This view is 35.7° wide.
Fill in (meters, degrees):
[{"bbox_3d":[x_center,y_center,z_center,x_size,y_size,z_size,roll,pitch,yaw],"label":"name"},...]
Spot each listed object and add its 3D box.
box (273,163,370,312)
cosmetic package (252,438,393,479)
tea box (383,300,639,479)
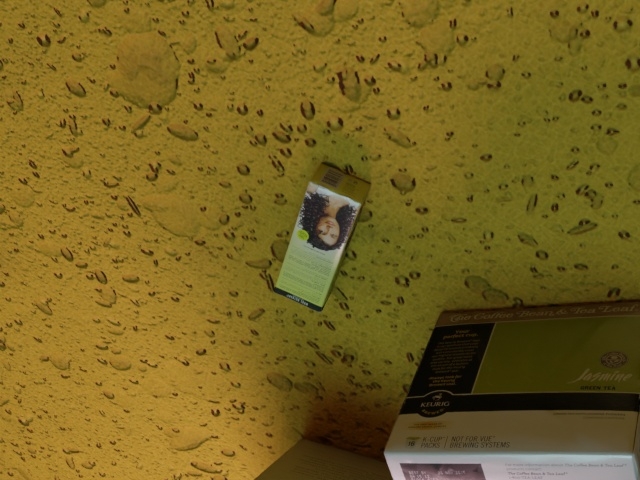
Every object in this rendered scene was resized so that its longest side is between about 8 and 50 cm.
[{"bbox_3d":[0.000,0.000,1.510,0.087,0.058,0.232,23,131,6],"label":"box"},{"bbox_3d":[0.028,0.563,1.625,0.327,0.394,0.329,14,97,15],"label":"cosmetic package"},{"bbox_3d":[0.308,0.267,1.398,0.329,0.323,0.220,-5,121,27],"label":"tea box"}]
